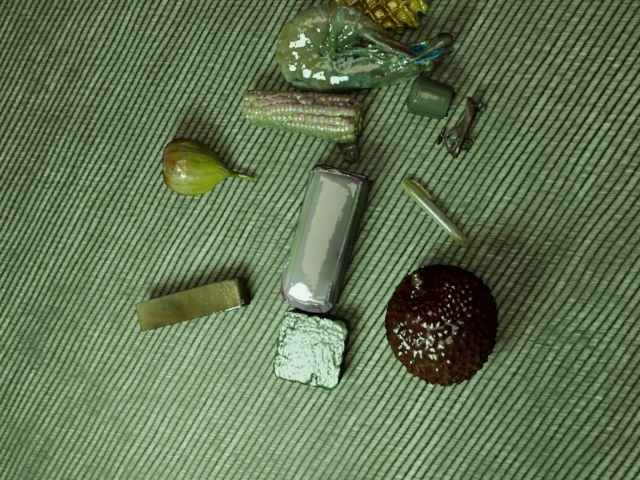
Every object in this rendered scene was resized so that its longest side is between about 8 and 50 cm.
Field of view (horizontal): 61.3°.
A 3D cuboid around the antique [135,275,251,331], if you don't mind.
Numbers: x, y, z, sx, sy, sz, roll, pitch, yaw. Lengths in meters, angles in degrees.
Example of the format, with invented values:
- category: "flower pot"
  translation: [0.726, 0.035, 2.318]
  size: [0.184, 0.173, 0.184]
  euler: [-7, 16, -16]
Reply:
- category: "antique"
  translation: [-0.346, 0.174, 1.489]
  size: [0.309, 0.093, 0.088]
  euler: [-15, 88, 12]

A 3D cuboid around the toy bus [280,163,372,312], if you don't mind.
- category: "toy bus"
  translation: [0.000, 0.000, 1.379]
  size: [0.171, 0.162, 0.387]
  euler: [15, 95, 10]

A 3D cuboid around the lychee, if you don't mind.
- category: "lychee"
  translation: [0.280, 0.193, 1.269]
  size: [0.275, 0.276, 0.304]
  euler: [-28, 110, 11]

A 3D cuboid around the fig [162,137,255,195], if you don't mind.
- category: "fig"
  translation: [-0.304, -0.189, 1.466]
  size: [0.256, 0.159, 0.159]
  euler: [11, 93, -5]

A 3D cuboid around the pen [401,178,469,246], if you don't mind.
- category: "pen"
  translation: [0.296, -0.074, 1.381]
  size: [0.040, 0.032, 0.233]
  euler: [-43, 84, -14]

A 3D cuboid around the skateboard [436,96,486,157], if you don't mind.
- category: "skateboard"
  translation: [0.350, -0.285, 1.353]
  size: [0.080, 0.067, 0.152]
  euler: [24, 100, 20]

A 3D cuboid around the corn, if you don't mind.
- category: "corn"
  translation: [-0.050, -0.333, 1.404]
  size: [0.335, 0.126, 0.127]
  euler: [12, 94, 13]

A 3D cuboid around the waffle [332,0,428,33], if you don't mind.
- category: "waffle"
  translation: [0.158, -0.664, 1.383]
  size: [0.283, 0.065, 0.310]
  euler: [12, 98, 14]

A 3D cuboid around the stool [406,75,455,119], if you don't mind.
- category: "stool"
  translation: [0.275, -0.354, 1.348]
  size: [0.110, 0.096, 0.096]
  euler: [17, 94, 5]

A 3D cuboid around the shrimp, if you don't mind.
- category: "shrimp"
  translation: [0.105, -0.480, 1.354]
  size: [0.445, 0.110, 0.221]
  euler: [0, 122, 8]

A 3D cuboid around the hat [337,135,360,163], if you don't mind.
- category: "hat"
  translation: [0.081, -0.239, 1.423]
  size: [0.058, 0.042, 0.087]
  euler: [-18, 53, 9]

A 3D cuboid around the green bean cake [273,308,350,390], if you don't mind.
- category: "green bean cake"
  translation: [-0.020, 0.279, 1.417]
  size: [0.183, 0.094, 0.185]
  euler: [10, 98, 13]
